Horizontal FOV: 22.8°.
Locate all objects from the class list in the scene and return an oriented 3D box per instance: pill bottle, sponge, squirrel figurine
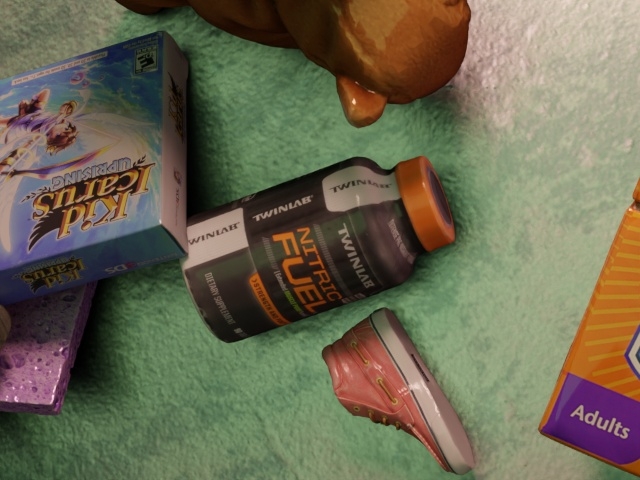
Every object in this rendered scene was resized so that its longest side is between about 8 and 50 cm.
[{"bbox_3d":[0.000,0.000,1.495,0.246,0.130,0.130,-20,82,13],"label":"pill bottle"},{"bbox_3d":[-0.290,0.071,1.569,0.117,0.031,0.210,4,59,12],"label":"sponge"},{"bbox_3d":[-0.044,-0.267,1.382,0.281,0.397,0.370,-48,67,3],"label":"squirrel figurine"}]

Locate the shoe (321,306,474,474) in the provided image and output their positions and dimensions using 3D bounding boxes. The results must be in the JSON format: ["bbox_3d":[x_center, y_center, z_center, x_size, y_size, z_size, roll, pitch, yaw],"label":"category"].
[{"bbox_3d":[0.072,0.157,1.505,0.081,0.063,0.178,-34,74,13],"label":"shoe"}]

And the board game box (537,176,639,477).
[{"bbox_3d":[0.415,0.031,1.239,0.357,0.356,0.356,22,98,11],"label":"board game box"}]

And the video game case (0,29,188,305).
[{"bbox_3d":[-0.261,-0.065,1.544,0.270,0.061,0.244,-15,54,15],"label":"video game case"}]

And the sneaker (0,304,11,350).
[{"bbox_3d":[-0.387,0.105,1.510,0.208,0.094,0.081,-24,105,8],"label":"sneaker"}]
